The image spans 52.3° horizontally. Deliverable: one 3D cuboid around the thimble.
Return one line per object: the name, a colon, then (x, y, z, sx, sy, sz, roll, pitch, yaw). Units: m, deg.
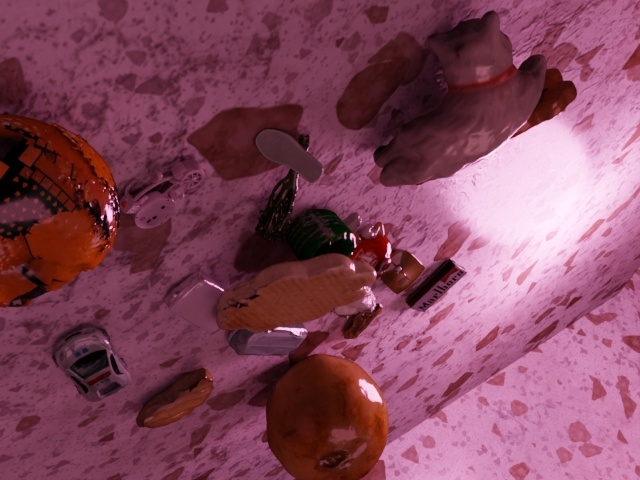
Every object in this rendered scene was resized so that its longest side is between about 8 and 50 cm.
thimble: (0.000, 0.000, 1.246, 0.118, 0.090, 0.130, -33, 151, -7)

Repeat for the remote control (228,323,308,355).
remote control: (-0.112, 0.215, 1.459, 0.104, 0.052, 0.247, -46, 153, 15)

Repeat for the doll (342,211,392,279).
doll: (0.078, 0.038, 1.396, 0.183, 0.085, 0.217, -45, 142, 11)

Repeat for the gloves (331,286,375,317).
gloves: (0.065, 0.134, 1.517, 0.115, 0.070, 0.153, -15, 161, 13)

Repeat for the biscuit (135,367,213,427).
biscuit: (-0.307, 0.337, 1.397, 0.183, 0.061, 0.118, -36, 152, -1)

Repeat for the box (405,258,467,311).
box: (0.330, 0.130, 1.852, 0.177, 0.036, 0.115, -45, 150, 12)

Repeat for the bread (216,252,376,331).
bread: (-0.046, 0.100, 1.228, 0.316, 0.054, 0.316, -15, 158, -7)

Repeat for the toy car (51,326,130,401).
toy car: (-0.397, 0.221, 1.140, 0.095, 0.056, 0.204, -28, 149, -17)

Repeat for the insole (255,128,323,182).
insole: (-0.047, -0.135, 1.050, 0.153, 0.002, 0.053, 34, 91, -44)

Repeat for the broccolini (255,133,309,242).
broccolini: (-0.064, -0.093, 1.110, 0.074, 0.058, 0.201, -74, 178, -68)

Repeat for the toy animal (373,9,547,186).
toy animal: (0.204, -0.234, 1.107, 0.308, 0.266, 0.188, -6, 149, 32)

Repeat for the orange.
orange: (-0.344, -0.035, 0.718, 0.235, 0.182, 0.234, -20, 152, -11)

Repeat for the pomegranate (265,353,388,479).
pomegranate: (0.011, 0.455, 1.693, 0.338, 0.338, 0.338, -28, 149, -19)

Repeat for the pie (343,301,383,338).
pie: (0.105, 0.219, 1.727, 0.092, 0.034, 0.169, -12, 147, -42)

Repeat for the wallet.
wallet: (-0.217, 0.119, 1.224, 0.095, 0.033, 0.190, -42, 152, 1)

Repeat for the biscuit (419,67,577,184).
biscuit: (0.302, -0.211, 1.209, 0.334, 0.047, 0.202, -31, -160, 22)

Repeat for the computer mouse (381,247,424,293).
computer mouse: (0.207, 0.081, 1.638, 0.102, 0.045, 0.199, -43, 151, 2)

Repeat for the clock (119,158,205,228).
clock: (-0.228, -0.070, 0.941, 0.129, 0.041, 0.087, -40, 154, 11)
